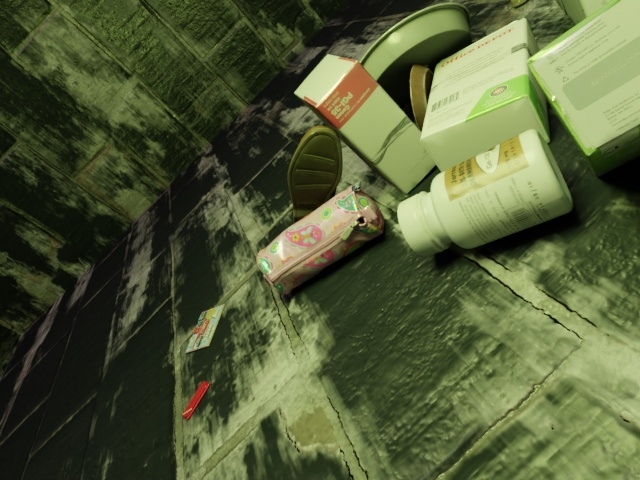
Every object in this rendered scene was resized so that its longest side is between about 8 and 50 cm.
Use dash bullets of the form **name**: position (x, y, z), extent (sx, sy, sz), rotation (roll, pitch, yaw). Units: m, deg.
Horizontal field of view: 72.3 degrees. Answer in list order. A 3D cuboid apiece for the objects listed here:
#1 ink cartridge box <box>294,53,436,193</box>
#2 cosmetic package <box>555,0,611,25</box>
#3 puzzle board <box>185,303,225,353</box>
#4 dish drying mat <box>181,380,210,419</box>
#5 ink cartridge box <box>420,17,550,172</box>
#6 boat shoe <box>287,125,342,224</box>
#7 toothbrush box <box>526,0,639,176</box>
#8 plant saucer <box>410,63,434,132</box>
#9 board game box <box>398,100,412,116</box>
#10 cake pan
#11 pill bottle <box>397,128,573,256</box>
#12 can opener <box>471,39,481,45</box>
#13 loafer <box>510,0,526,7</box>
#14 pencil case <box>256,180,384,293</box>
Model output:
- **ink cartridge box**: position (0.100, -0.249, 0.941), extent (0.117, 0.283, 0.207), rotation (-47, 29, 8)
- **cosmetic package**: position (0.522, -0.532, 0.819), extent (0.156, 0.217, 0.384), rotation (-26, 33, 32)
- **puzzle board**: position (-0.303, 0.229, 1.148), extent (0.096, 0.011, 0.128), rotation (-25, 36, 34)
- **dish drying mat**: position (-0.274, 0.349, 0.963), extent (0.032, 0.008, 0.083), rotation (-4, 50, 52)
- **ink cartridge box**: position (0.322, -0.278, 0.858), extent (0.199, 0.115, 0.272), rotation (-17, 40, 39)
- **boat shoe**: position (-0.016, -0.130, 0.972), extent (0.104, 0.111, 0.307), rotation (-84, 5, -46)
- **toothbrush box**: position (0.377, -0.182, 0.486), extent (0.206, 0.283, 0.122), rotation (-33, 73, 31)
- **plant saucer**: position (0.236, -0.302, 0.957), extent (0.029, 0.168, 0.168), rotation (-6, 46, 29)
- **board game box**: position (0.183, -0.378, 1.239), extent (0.165, 0.042, 0.243), rotation (-16, 41, 42)
- **cake pan**: position (0.216, -0.407, 1.005), extent (0.293, 0.054, 0.293), rotation (-24, -11, -5)
- **pill bottle**: position (0.243, -0.060, 0.675), extent (0.229, 0.131, 0.131), rotation (-26, 35, 33)
- **can opener**: position (0.331, -0.495, 1.185), extent (0.093, 0.074, 0.280), rotation (-16, 26, -17)
- **loafer**: position (0.535, -0.672, 1.139), extent (0.056, 0.050, 0.148), rotation (2, 54, 53)
- **pencil case**: position (0.000, 0.000, 0.927), extent (0.284, 0.124, 0.124), rotation (-33, 32, 21)
